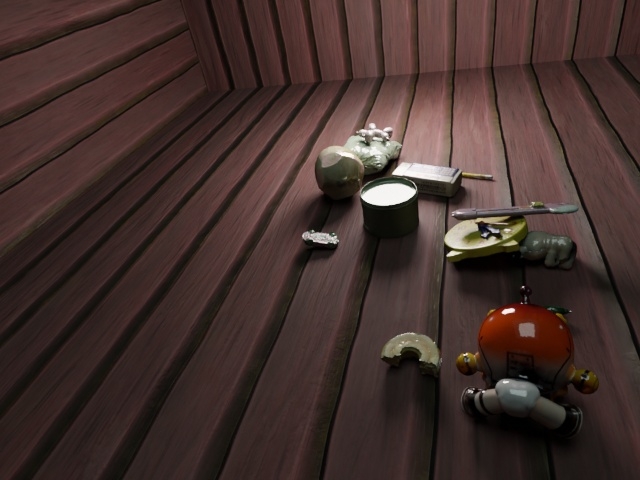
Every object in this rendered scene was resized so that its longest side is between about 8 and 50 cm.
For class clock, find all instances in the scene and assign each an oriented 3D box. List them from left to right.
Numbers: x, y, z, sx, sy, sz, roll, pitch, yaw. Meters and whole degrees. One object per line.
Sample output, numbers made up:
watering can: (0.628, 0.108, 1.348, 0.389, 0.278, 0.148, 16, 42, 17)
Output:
clock: (0.566, -0.032, 1.553, 0.276, 0.071, 0.293, -15, 18, 24)

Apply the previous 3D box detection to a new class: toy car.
toy car: (0.000, 0.000, 1.751, 0.142, 0.055, 0.069, 8, 38, 3)

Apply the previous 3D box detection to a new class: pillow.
pillow: (0.227, -0.422, 2.196, 0.283, 0.138, 0.310, 8, 37, 23)

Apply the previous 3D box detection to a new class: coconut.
coconut: (0.083, -0.293, 1.990, 0.226, 0.227, 0.231, -12, 35, -1)

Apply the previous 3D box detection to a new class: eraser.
eraser: (0.466, -0.270, 1.969, 0.278, 0.081, 0.124, 14, 43, 30)

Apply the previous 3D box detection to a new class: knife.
knife: (0.654, -0.104, 1.537, 0.398, 0.038, 0.132, -4, 13, 17)

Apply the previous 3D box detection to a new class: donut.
donut: (0.256, 0.312, 1.240, 0.165, 0.065, 0.108, 5, 38, 23)

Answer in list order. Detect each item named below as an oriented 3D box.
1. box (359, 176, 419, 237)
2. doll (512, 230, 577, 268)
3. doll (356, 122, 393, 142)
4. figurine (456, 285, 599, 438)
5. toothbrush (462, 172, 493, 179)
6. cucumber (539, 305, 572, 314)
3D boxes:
box: (0.274, -0.135, 1.779, 0.225, 0.150, 0.226, -8, 35, 5)
doll: (0.737, 0.023, 1.481, 0.191, 0.095, 0.149, 8, 41, 20)
doll: (0.260, -0.514, 2.169, 0.160, 0.059, 0.160, 17, 34, 14)
figurine: (0.494, 0.288, 1.095, 0.319, 0.196, 0.323, 1, 47, 27)
toothbrush: (0.624, -0.297, 2.016, 0.288, 0.021, 0.024, 12, 53, 30)
cucumber: (0.642, 0.208, 1.301, 0.154, 0.037, 0.037, -1, 37, 17)
